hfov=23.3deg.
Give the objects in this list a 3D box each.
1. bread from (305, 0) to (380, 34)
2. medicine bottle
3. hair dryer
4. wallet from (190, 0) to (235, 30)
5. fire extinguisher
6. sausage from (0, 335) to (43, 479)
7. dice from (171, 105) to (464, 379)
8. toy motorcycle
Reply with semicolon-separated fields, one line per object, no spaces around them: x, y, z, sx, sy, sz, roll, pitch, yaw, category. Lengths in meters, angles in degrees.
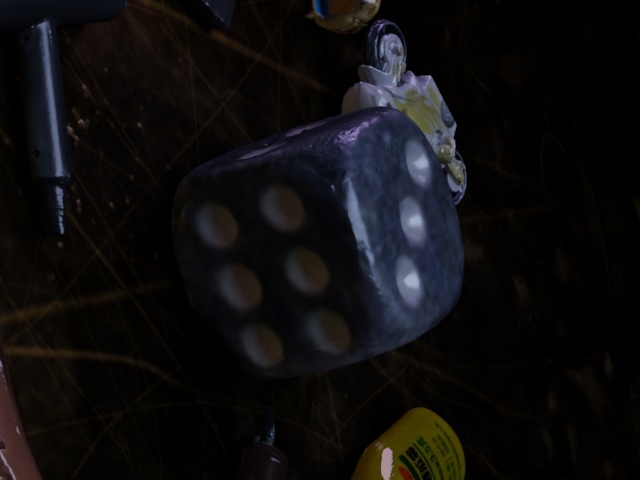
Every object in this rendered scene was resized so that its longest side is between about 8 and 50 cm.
0.025;-0.254;1.499;0.053;0.072;0.106;18;62;-53;bread
0.050;0.231;1.354;0.260;0.064;0.095;-30;103;-56;medicine bottle
-0.191;-0.106;1.139;0.173;0.050;0.194;-22;101;-57;hair dryer
-0.095;-0.308;1.378;0.124;0.025;0.244;47;41;-38;wallet
-0.054;0.214;1.220;0.064;0.043;0.158;84;16;-52;fire extinguisher
-0.212;0.126;0.984;0.078;0.078;0.304;-24;100;-57;sausage
0.000;0.000;1.257;0.183;0.181;0.182;-32;104;-59;dice
0.079;-0.097;1.519;0.151;0.074;0.228;-59;136;-38;toy motorcycle
